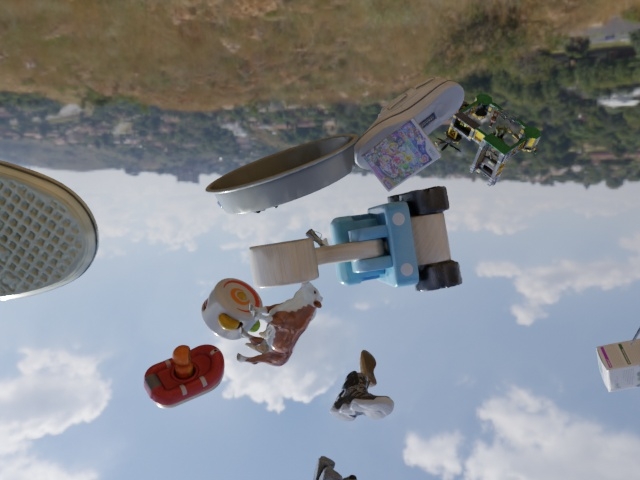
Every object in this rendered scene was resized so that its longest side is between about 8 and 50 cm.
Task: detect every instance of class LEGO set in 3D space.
[{"bbox_3d":[0.600,-0.351,2.086,0.331,0.192,0.255,37,-121,20],"label":"LEGO set"}]

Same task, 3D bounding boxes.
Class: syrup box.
[{"bbox_3d":[0.886,0.327,1.565,0.236,0.093,0.096,-14,-148,15],"label":"syrup box"}]

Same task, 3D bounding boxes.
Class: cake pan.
[{"bbox_3d":[-0.063,-0.121,1.052,0.293,0.054,0.293,-18,-164,5],"label":"cake pan"}]

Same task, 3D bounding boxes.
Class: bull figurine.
[{"bbox_3d":[-0.115,0.237,1.603,0.188,0.311,0.101,10,-147,-19],"label":"bull figurine"}]

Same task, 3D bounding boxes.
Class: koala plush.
[{"bbox_3d":[0.083,0.999,2.296,0.221,0.204,0.196,17,176,-9],"label":"koala plush"}]

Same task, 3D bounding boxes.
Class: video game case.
[{"bbox_3d":[0.146,-0.155,1.058,0.122,0.087,0.011,-34,-168,28],"label":"video game case"}]

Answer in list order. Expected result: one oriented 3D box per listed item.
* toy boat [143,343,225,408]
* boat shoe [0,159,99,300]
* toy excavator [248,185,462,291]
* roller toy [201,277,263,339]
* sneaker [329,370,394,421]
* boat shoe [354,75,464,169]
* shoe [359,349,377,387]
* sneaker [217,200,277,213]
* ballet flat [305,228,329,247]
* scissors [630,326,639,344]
[{"bbox_3d":[-0.384,0.358,1.637,0.231,0.151,0.151,-19,-139,-31],"label":"toy boat"},{"bbox_3d":[-0.497,-0.027,0.787,0.499,0.187,0.156,0,-166,21],"label":"boat shoe"},{"bbox_3d":[0.078,0.024,1.256,0.444,0.223,0.433,-10,-179,-4],"label":"toy excavator"},{"bbox_3d":[-0.304,0.232,1.998,0.209,0.146,0.191,-4,-131,-52],"label":"roller toy"},{"bbox_3d":[0.143,0.505,1.908,0.101,0.153,0.268,39,140,-24],"label":"sneaker"},{"bbox_3d":[0.163,-0.246,1.167,0.267,0.096,0.088,-39,-132,-5],"label":"boat shoe"},{"bbox_3d":[0.171,0.492,2.204,0.076,0.058,0.219,38,-162,-12],"label":"shoe"},{"bbox_3d":[-0.253,-0.139,2.077,0.232,0.090,0.081,-17,151,-36],"label":"sneaker"},{"bbox_3d":[0.000,0.000,1.935,0.114,0.041,0.041,40,-160,15],"label":"ballet flat"},{"bbox_3d":[0.752,0.094,1.249,0.021,0.297,0.109,27,-147,26],"label":"scissors"}]
